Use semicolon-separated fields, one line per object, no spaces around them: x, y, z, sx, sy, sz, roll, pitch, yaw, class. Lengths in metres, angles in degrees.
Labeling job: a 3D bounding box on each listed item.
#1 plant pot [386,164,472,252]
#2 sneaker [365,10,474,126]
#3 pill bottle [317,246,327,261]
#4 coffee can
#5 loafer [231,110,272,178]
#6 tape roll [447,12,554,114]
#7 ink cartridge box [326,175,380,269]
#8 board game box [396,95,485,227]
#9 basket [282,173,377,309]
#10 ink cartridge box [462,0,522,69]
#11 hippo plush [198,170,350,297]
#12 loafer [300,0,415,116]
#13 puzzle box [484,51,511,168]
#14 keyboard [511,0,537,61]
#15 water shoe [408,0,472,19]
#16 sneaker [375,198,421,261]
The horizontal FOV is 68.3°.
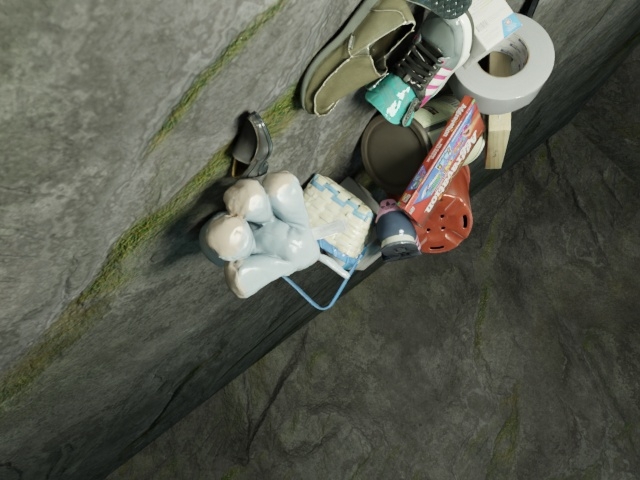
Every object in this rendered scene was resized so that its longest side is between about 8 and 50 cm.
0.331;-0.118;1.411;0.272;0.272;0.265;-48;-161;30;plant pot
0.176;-0.324;0.927;0.178;0.124;0.295;-44;173;-11;sneaker
-0.034;0.028;1.537;0.086;0.086;0.152;-41;164;6;pill bottle
0.267;-0.251;1.206;0.275;0.201;0.201;-26;161;-39;coffee can
-0.125;-0.158;0.832;0.061;0.062;0.170;-28;161;-20;loafer
0.398;-0.397;1.057;0.219;0.219;0.072;-38;165;-2;tape roll
0.112;-0.041;1.463;0.198;0.197;0.270;-42;164;11;ink cartridge box
0.279;-0.172;1.076;0.281;0.027;0.145;-58;149;2;board game box
0.000;0.000;1.214;0.289;0.255;0.201;-52;166;4;basket
0.287;-0.423;0.896;0.092;0.143;0.090;-37;-178;-9;ink cartridge box
-0.126;-0.031;0.975;0.294;0.234;0.237;-10;-165;-33;hippo plush
0.060;-0.300;0.792;0.251;0.087;0.094;-48;163;30;loafer
0.488;-0.377;1.310;0.052;0.271;0.409;1;175;18;puzzle box
0.512;-0.553;1.199;0.100;0.038;0.192;-56;163;-30;keyboard
0.154;-0.415;0.729;0.203;0.080;0.073;14;144;-40;water shoe
0.203;-0.019;1.239;0.112;0.131;0.319;-11;168;6;sneaker
